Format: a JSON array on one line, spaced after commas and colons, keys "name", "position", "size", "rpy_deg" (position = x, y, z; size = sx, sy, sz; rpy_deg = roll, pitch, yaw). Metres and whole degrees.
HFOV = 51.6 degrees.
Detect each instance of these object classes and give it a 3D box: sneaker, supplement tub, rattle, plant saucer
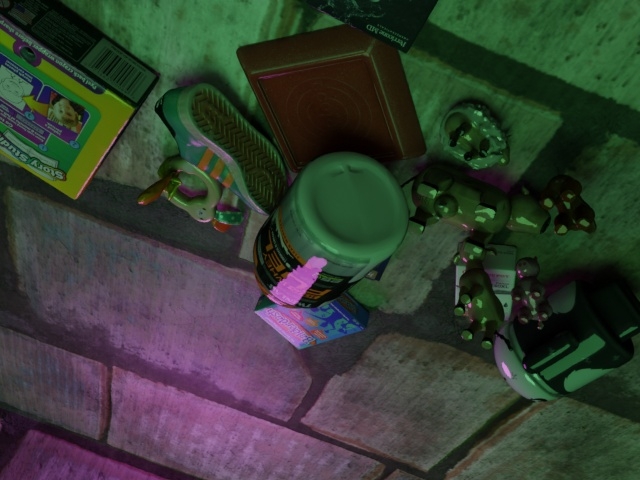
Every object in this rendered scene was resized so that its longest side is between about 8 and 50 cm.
[{"name": "sneaker", "position": [-0.169, -0.157, 1.170], "size": [0.121, 0.108, 0.302], "rpy_deg": [8, 148, 41]}, {"name": "supplement tub", "position": [0.000, 0.000, 1.125], "size": [0.194, 0.193, 0.316], "rpy_deg": [26, 151, -9]}, {"name": "rattle", "position": [-0.241, -0.056, 1.269], "size": [0.130, 0.142, 0.199], "rpy_deg": [-19, 123, 11]}, {"name": "plant saucer", "position": [0.017, -0.211, 1.074], "size": [0.259, 0.047, 0.258], "rpy_deg": [-5, 134, 23]}]

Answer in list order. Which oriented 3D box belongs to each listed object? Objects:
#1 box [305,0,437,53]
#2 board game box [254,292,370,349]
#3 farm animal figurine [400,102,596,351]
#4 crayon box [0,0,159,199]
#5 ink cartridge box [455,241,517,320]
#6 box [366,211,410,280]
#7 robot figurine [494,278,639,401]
[{"name": "box", "position": [0.086, -0.357, 0.859], "size": [0.156, 0.093, 0.158], "rpy_deg": [24, 139, -7]}, {"name": "board game box", "position": [-0.021, 0.163, 1.488], "size": [0.210, 0.047, 0.160], "rpy_deg": [-24, 124, 38]}, {"name": "farm animal figurine", "position": [0.279, -0.022, 1.096], "size": [0.327, 0.172, 0.330], "rpy_deg": [37, 124, 6]}, {"name": "crayon box", "position": [-0.513, -0.275, 1.151], "size": [0.363, 0.106, 0.313], "rpy_deg": [35, 137, -18]}, {"name": "ink cartridge box", "position": [0.314, 0.079, 1.267], "size": [0.109, 0.063, 0.150], "rpy_deg": [5, 137, 15]}, {"name": "box", "position": [0.075, 0.005, 1.295], "size": [0.137, 0.036, 0.225], "rpy_deg": [18, 140, 0]}, {"name": "robot figurine", "position": [0.458, 0.186, 1.225], "size": [0.209, 0.173, 0.278], "rpy_deg": [35, 121, -28]}]
